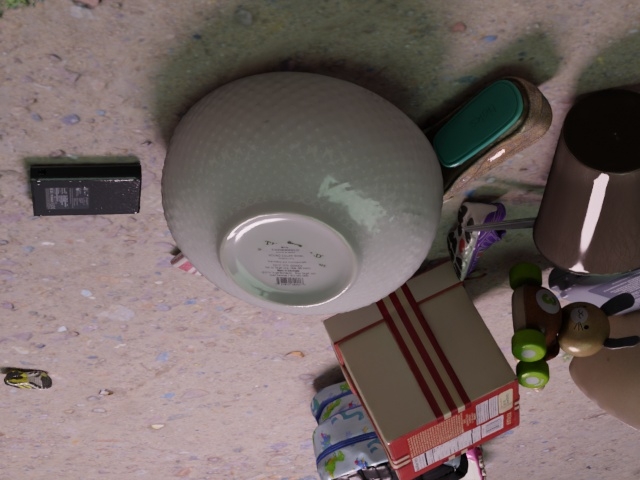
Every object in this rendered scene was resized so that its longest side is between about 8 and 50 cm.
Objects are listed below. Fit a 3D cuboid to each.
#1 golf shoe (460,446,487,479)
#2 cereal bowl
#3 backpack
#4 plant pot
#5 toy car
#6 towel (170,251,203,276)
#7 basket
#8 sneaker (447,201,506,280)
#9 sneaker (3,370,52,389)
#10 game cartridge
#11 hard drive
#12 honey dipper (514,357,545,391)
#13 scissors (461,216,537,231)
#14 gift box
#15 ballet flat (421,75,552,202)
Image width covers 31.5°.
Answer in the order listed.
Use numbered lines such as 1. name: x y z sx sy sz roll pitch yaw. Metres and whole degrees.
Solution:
1. golf shoe: 0.306 0.517 2.573 0.140 0.115 0.306 -7 151 4
2. cereal bowl: -0.027 -0.026 1.333 0.339 0.141 0.339 4 135 5
3. backpack: 0.111 0.392 2.177 0.290 0.273 0.355 -14 173 15
4. plant pot: 0.593 0.193 1.933 0.284 0.284 0.190 9 112 -29
5. toy car: 0.389 0.126 1.738 0.189 0.155 0.149 -5 140 12
6. towel: -0.100 0.023 1.640 0.197 0.029 0.144 19 142 -36
7. basket: 0.372 -0.076 1.460 0.204 0.154 0.227 -13 148 5
8. sneaker: 0.231 0.003 1.649 0.071 0.068 0.170 -8 152 -13
9. sneaker: -0.498 0.237 1.930 0.083 0.031 0.035 16 157 -30
10. game cartridge: 0.529 0.037 1.776 0.196 0.060 0.294 21 146 -33
11. hard drive: -0.294 -0.062 1.432 0.135 0.022 0.094 -1 151 -12
12. honey dipper: 0.403 0.253 2.195 0.031 0.030 0.160 -17 148 16
13. scissors: 0.335 -0.034 1.613 0.297 0.021 0.109 5 151 -38
14. gift box: 0.175 0.193 1.796 0.276 0.258 0.255 -24 151 -9
15. ballet flat: 0.158 -0.093 1.419 0.316 0.107 0.106 -29 159 34
